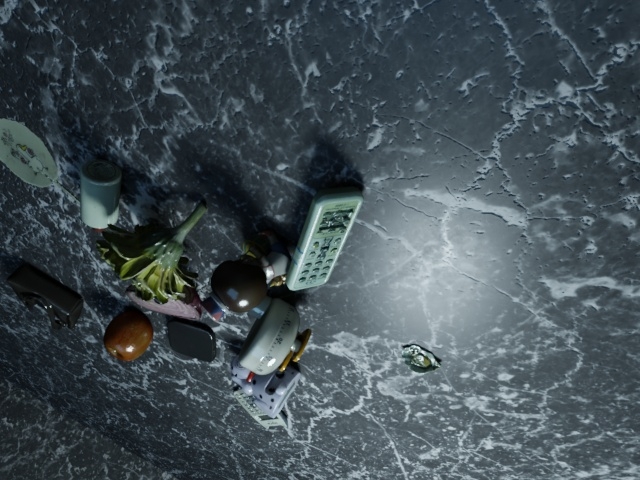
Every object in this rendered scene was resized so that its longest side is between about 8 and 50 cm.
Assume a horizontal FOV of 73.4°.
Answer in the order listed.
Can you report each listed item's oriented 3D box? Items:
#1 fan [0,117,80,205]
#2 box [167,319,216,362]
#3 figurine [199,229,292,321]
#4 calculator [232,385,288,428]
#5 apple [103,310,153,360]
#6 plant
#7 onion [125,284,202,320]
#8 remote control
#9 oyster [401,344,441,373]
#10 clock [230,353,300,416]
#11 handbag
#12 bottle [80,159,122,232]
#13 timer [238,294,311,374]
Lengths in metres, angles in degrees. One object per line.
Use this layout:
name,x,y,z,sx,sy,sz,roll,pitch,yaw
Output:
fan,-0.847,-0.202,1.326,0.233,0.012,0.414,-30,111,39
box,-0.495,0.386,1.654,0.201,0.042,0.212,16,131,9
figurine,-0.198,0.096,1.132,0.158,0.275,0.161,18,131,29
calculator,-0.260,0.708,1.829,0.177,0.040,0.268,-23,116,35
apple,-0.742,0.369,1.661,0.181,0.168,0.181,15,138,14
plant,-0.435,0.048,1.209,0.297,0.306,0.261,-13,96,-1
onion,-0.509,0.183,1.457,0.250,0.111,0.247,12,155,-1
remote control,0.000,0.000,1.084,0.128,0.065,0.335,-7,140,-28
oyster,0.304,0.357,1.311,0.098,0.037,0.100,-24,96,16
clock,-0.223,0.501,1.567,0.254,0.189,0.189,25,135,19
handbag,-1.128,0.251,1.766,0.285,0.113,0.257,33,140,-7
bottle,-0.644,-0.114,1.255,0.104,0.104,0.245,29,133,-2
timer,-0.174,0.275,1.302,0.240,0.233,0.233,31,133,-9
